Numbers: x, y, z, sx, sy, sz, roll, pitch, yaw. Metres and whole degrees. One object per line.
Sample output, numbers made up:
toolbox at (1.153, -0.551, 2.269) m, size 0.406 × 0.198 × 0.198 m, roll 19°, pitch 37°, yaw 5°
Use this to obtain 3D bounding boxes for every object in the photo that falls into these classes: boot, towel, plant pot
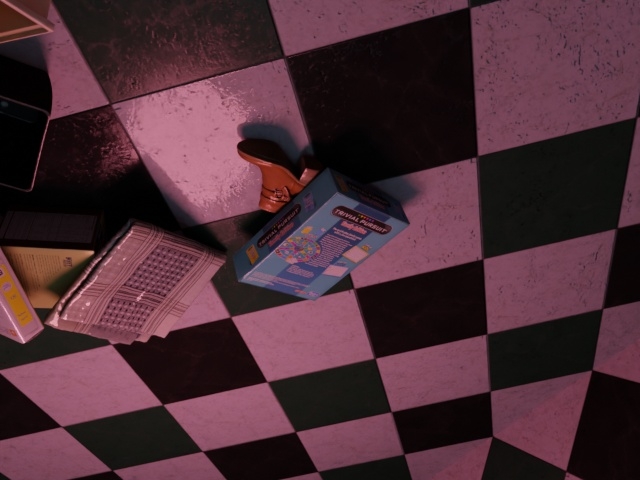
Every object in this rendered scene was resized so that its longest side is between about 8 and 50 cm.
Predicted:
boot at (-0.108, -0.130, 1.285) m, size 0.197 × 0.073 × 0.152 m, roll 17°, pitch 134°, yaw -20°
towel at (-0.410, 0.114, 1.363) m, size 0.324 × 0.056 × 0.312 m, roll -47°, pitch 147°, yaw 10°
plant pot at (-0.577, -0.231, 1.050) m, size 0.187 × 0.167 × 0.188 m, roll 17°, pitch 131°, yaw -23°

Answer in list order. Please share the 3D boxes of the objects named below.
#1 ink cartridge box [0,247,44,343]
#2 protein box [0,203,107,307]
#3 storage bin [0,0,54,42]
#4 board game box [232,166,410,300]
ink cartridge box at (-0.756, 0.051, 1.252) m, size 0.304 × 0.072 × 0.307 m, roll 13°, pitch 127°, yaw 30°
protein box at (-0.594, 0.040, 1.334) m, size 0.201 × 0.136 × 0.199 m, roll 3°, pitch 134°, yaw -11°
storage bin at (-0.549, -0.391, 0.813) m, size 0.260 × 0.123 × 0.262 m, roll 1°, pitch 167°, yaw 28°
board game box at (0.000, 0.000, 1.384) m, size 0.254 × 0.079 × 0.336 m, roll 20°, pitch 129°, yaw -43°
